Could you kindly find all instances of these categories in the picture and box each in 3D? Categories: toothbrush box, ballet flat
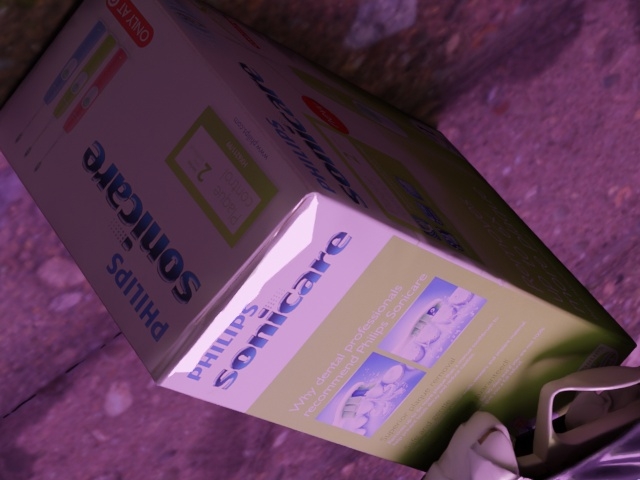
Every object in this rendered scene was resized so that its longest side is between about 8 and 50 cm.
[{"bbox_3d":[0.000,0.000,0.957,0.283,0.206,0.122,23,112,-46],"label":"toothbrush box"},{"bbox_3d":[0.109,0.109,0.937,0.203,0.074,0.074,-22,138,-11],"label":"ballet flat"}]
